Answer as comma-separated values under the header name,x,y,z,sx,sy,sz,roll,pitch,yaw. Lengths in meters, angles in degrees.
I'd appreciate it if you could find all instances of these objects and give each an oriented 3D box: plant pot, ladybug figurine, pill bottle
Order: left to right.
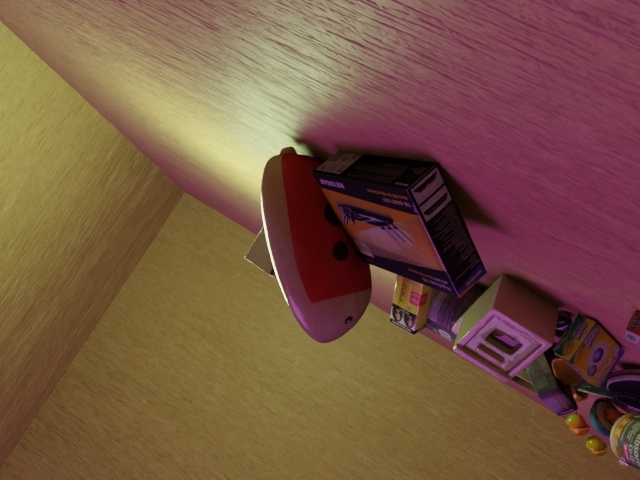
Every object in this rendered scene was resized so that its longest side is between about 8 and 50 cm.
name,x,y,z,sx,sy,sz,roll,pitch,yaw
ladybug figurine,0.000,0.000,1.386,0.161,0.450,0.305,-16,180,20
pill bottle,0.352,0.181,1.676,0.283,0.161,0.161,26,170,36
plant pot,0.714,0.438,2.045,0.237,0.110,0.237,32,173,4
pill bottle,1.013,0.622,1.834,0.162,0.162,0.278,33,172,-10

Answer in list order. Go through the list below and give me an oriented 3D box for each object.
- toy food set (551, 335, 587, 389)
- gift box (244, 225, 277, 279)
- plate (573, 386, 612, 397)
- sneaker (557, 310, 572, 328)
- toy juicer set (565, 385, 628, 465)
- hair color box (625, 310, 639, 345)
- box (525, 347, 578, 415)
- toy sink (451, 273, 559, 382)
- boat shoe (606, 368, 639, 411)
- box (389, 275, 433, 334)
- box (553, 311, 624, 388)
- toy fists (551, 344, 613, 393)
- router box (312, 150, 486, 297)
name,x,y,z,sx,sy,sz,roll,pitch,yaw
toy food set,0.610,0.278,1.483,0.218,0.128,0.071,36,-164,-47
gift box,-0.022,0.005,1.667,0.255,0.258,0.276,32,180,5
plate,0.811,0.425,1.741,0.188,0.024,0.188,10,175,1
sneaker,0.552,0.184,1.412,0.043,0.040,0.109,16,175,0
toy juicer set,0.936,0.611,2.010,0.328,0.209,0.089,32,133,-9
hair color box,0.616,0.180,1.089,0.141,0.043,0.072,26,170,32
box,0.555,0.303,1.560,0.183,0.056,0.231,41,-152,-43
toy sink,0.406,0.220,1.420,0.152,0.131,0.234,33,135,1
boat shoe,0.811,0.405,1.324,0.186,0.156,0.500,33,174,-23
box,0.242,0.123,1.599,0.087,0.232,0.058,28,-145,34
box,0.581,0.237,1.341,0.179,0.105,0.043,37,177,-31
toy fists,0.671,0.346,1.715,0.142,0.096,0.279,21,173,-12
router box,0.141,-0.040,1.171,0.308,0.081,0.243,19,145,58
